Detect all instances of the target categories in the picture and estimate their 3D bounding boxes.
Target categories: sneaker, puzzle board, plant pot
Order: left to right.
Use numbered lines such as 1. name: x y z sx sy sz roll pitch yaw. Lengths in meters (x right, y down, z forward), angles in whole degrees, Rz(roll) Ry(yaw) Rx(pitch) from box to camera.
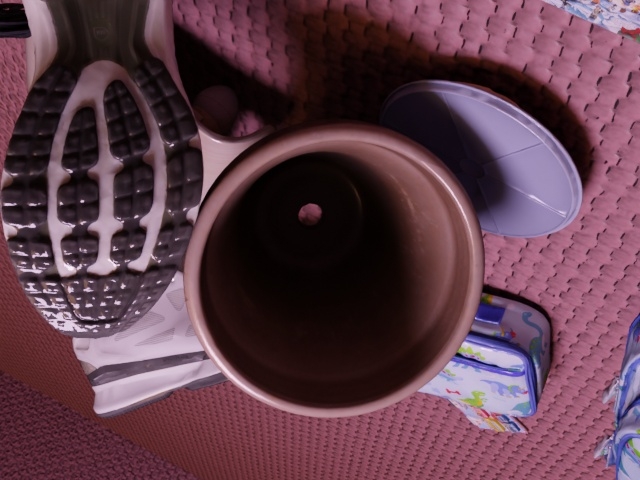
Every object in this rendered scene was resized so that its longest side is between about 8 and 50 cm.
1. sneaker: -0.185 -0.122 0.757 0.158 0.411 0.182 1 176 -11
2. sneaker: -0.161 0.043 1.075 0.447 0.169 0.258 -23 93 26
3. plant pot: 0.000 0.000 0.835 0.263 0.263 0.229 40 -172 -18
4. puzzle board: 0.231 0.244 1.272 0.128 0.011 0.096 45 150 -24

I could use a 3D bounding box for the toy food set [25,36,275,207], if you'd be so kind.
1. toy food set: -0.200 -0.163 0.959 0.306 0.092 0.220 41 153 0

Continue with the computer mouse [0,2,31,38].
1. computer mouse: -0.410 -0.256 0.829 0.262 0.184 0.060 46 130 17

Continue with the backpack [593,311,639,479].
1. backpack: 0.386 0.159 0.756 0.290 0.273 0.356 22 140 30

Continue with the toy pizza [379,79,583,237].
1. toy pizza: 0.145 -0.077 0.793 0.201 0.032 0.201 28 156 14

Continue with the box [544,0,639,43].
1. box: 0.198 -0.183 0.571 0.137 0.027 0.094 27 154 7

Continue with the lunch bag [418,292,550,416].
1. lunch bag: 0.163 0.125 1.052 0.219 0.090 0.176 14 147 24
